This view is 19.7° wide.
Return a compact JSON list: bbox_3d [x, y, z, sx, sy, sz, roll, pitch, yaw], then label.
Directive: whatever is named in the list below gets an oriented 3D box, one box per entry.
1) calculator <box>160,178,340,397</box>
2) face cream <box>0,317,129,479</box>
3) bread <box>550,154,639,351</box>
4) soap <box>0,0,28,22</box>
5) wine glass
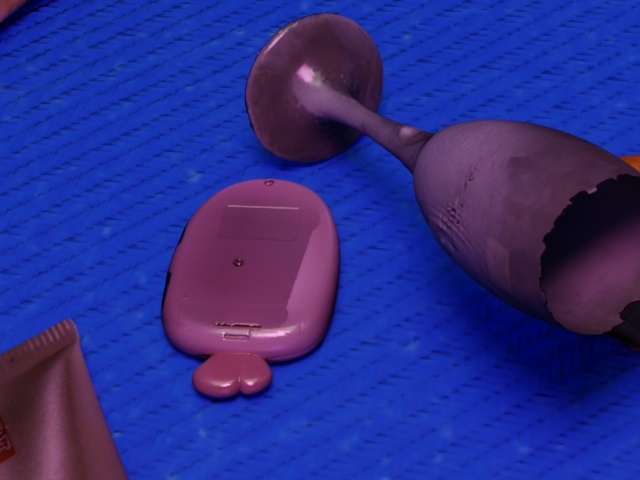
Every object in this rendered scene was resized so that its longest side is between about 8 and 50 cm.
[{"bbox_3d":[-0.041,0.024,1.089,0.103,0.024,0.166,2,47,8],"label":"calculator"},{"bbox_3d":[-0.132,0.173,0.937,0.137,0.084,0.341,-29,44,-7],"label":"face cream"},{"bbox_3d":[0.240,0.036,1.003,0.245,0.102,0.094,26,63,28],"label":"bread"},{"bbox_3d":[-0.273,-0.299,1.315,0.293,0.156,0.335,29,57,24],"label":"soap"},{"bbox_3d":[0.000,0.000,1.000,0.264,0.096,0.309,-32,33,-15],"label":"wine glass"}]
